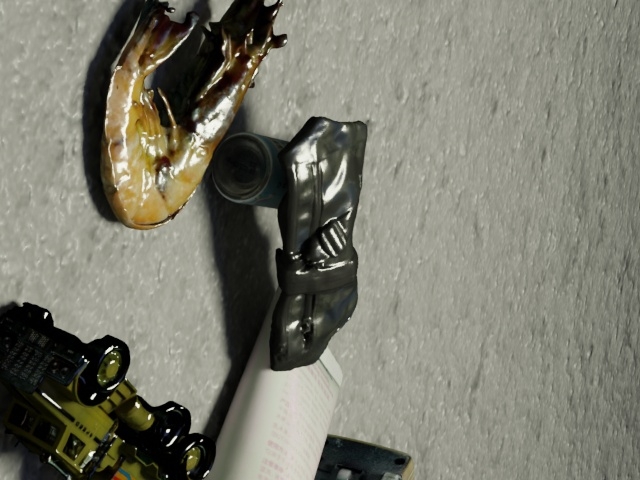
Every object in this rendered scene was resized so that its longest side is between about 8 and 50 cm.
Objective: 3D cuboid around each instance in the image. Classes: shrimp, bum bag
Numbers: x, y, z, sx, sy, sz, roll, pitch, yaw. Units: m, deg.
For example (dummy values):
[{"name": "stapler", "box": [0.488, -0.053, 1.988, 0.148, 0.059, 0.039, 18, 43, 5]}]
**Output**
[{"name": "shrimp", "box": [-0.139, -0.153, 1.842, 0.289, 0.075, 0.178, -59, 146, -13]}, {"name": "bum bag", "box": [0.000, 0.000, 2.018, 0.137, 0.074, 0.310, -36, 142, -42]}]

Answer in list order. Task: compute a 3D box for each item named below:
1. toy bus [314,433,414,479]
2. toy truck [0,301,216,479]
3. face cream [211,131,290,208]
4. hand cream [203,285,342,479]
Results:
[{"name": "toy bus", "box": [0.002, 0.368, 2.206, 0.289, 0.139, 0.157, -60, 152, -42]}, {"name": "toy truck", "box": [-0.209, 0.163, 1.739, 0.127, 0.127, 0.257, -53, 145, -19]}, {"name": "face cream", "box": [-0.030, -0.068, 2.064, 0.229, 0.075, 0.075, 8, 91, -63]}, {"name": "hand cream", "box": [-0.061, 0.235, 2.086, 0.185, 0.118, 0.358, 57, 41, -41]}]
